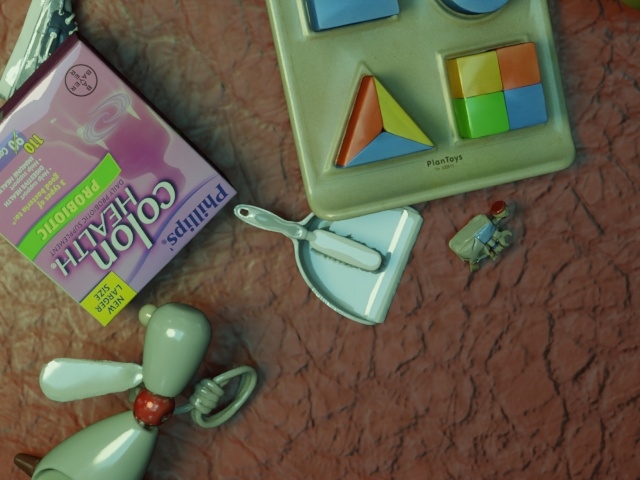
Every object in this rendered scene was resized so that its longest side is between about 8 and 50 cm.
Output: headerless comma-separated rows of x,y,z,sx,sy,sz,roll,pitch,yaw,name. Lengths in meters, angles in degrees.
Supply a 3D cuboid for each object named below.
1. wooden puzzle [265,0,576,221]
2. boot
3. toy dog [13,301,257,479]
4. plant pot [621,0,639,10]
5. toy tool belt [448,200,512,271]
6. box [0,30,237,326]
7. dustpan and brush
0.113,-0.220,1.660,0.322,0.080,0.348,-13,93,-8,wooden puzzle
-0.296,-0.236,1.686,0.086,0.069,0.190,23,101,-9,boot
-0.247,0.204,1.665,0.161,0.220,0.334,36,84,29,toy dog
0.387,-0.363,1.577,0.212,0.187,0.212,-14,95,36,plant pot
0.195,-0.004,1.716,0.083,0.052,0.051,-42,124,5,toy tool belt
-0.256,-0.070,1.638,0.213,0.117,0.243,-45,108,1,box
0.000,0.000,1.701,0.211,0.060,0.147,21,93,-2,dustpan and brush
